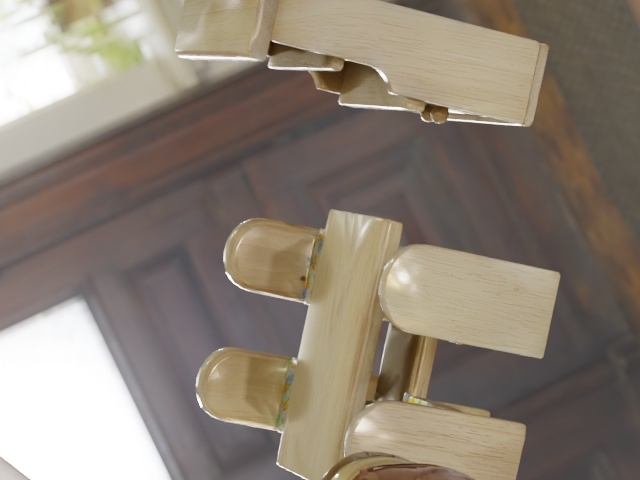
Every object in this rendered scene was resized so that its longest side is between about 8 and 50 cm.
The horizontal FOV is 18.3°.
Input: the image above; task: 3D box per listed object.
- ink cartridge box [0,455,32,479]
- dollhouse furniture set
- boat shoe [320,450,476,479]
[{"bbox_3d":[-0.048,0.202,0.420,0.270,0.198,0.197,40,161,-8],"label":"ink cartridge box"},{"bbox_3d":[0.000,0.000,1.011,0.212,0.161,0.242,12,90,66],"label":"dollhouse furniture set"},{"bbox_3d":[0.050,0.091,0.444,0.178,0.060,0.064,42,-125,-54],"label":"boat shoe"}]
